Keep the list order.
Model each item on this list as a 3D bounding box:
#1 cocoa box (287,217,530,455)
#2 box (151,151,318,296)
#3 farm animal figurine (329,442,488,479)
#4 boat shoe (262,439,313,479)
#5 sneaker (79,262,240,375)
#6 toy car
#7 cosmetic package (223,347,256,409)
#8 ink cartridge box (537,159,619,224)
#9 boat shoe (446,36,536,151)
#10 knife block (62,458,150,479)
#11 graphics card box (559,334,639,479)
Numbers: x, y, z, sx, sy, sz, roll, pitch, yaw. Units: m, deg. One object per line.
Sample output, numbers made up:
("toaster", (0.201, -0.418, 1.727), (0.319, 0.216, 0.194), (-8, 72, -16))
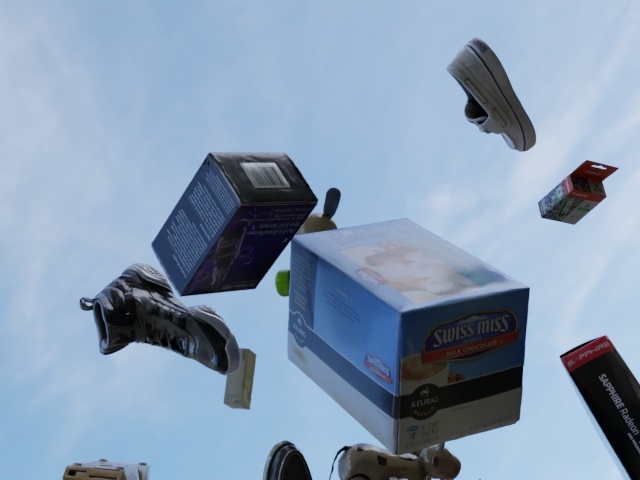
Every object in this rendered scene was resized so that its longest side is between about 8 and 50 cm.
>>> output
("cocoa box", (0.123, 0.130, 1.730), (0.231, 0.347, 0.228), (-9, -67, -26))
("box", (-0.129, -0.024, 1.667), (0.153, 0.108, 0.207), (-5, -39, -43))
("farm animal figurine", (0.171, 0.443, 2.148), (0.327, 0.330, 0.172), (7, -84, -20))
("boat shoe", (-0.031, 0.401, 1.635), (0.081, 0.069, 0.227), (-17, -70, -35))
("sneaker", (-0.261, 0.148, 1.781), (0.153, 0.268, 0.101), (-29, -36, -42))
("toy car", (0.000, 0.000, 2.082), (0.155, 0.188, 0.149), (-8, 1, 22))
("cosmetic package", (-0.160, 0.276, 2.250), (0.041, 0.115, 0.060), (1, -17, 15))
("ink cartridge box", (0.369, -0.067, 1.606), (0.063, 0.029, 0.115), (10, -35, -25))
("boat shoe", (0.287, -0.227, 1.913), (0.088, 0.096, 0.267), (-39, -39, 0))
("knife block", (-0.327, 0.461, 1.727), (0.088, 0.242, 0.275), (4, -9, 3))
("graphics card box", (0.502, 0.342, 1.704), (0.094, 0.371, 0.233), (-28, -53, 7))
